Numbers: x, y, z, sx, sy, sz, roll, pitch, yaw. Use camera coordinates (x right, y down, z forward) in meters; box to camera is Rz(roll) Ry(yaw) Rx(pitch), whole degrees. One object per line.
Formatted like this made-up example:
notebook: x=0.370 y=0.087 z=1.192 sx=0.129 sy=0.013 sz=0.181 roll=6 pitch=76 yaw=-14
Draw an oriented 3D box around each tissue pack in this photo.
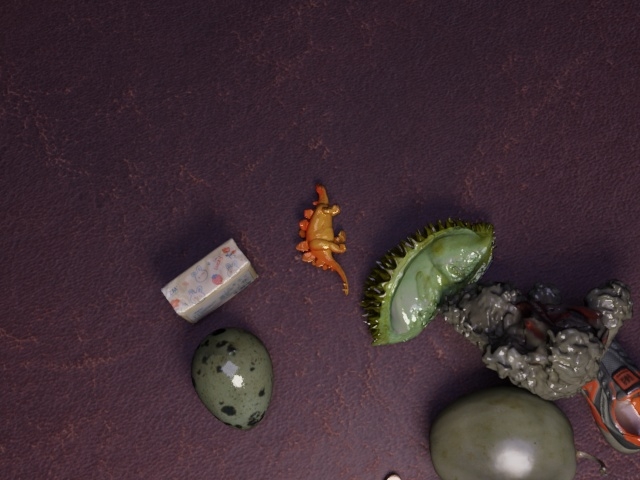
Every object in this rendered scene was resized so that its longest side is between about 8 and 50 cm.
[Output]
tissue pack: x=-0.248 y=0.095 z=1.577 sx=0.196 sy=0.148 sz=0.092 roll=-38 pitch=76 yaw=-8

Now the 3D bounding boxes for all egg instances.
egg: x=-0.186 y=0.301 z=1.515 sx=0.177 sy=0.177 sz=0.228 roll=-19 pitch=93 yaw=-4

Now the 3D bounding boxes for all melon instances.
melon: x=0.381 y=0.427 z=1.437 sx=0.308 sy=0.272 sz=0.272 roll=15 pitch=77 yaw=-5

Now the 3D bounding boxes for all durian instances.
durian: x=0.246 y=0.073 z=1.578 sx=0.394 sy=0.163 sz=0.198 roll=-34 pitch=81 yaw=-13

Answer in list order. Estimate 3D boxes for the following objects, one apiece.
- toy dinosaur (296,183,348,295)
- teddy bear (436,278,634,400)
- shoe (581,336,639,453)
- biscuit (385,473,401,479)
toy dinosaur: x=0.000 y=0.000 z=1.640 sx=0.117 sy=0.070 sz=0.288 roll=-11 pitch=73 yaw=9
teddy bear: x=0.425 y=0.171 z=1.462 sx=0.367 sy=0.224 sz=0.357 roll=25 pitch=33 yaw=29
shoe: x=0.634 y=0.299 z=1.506 sx=0.132 sy=0.171 sz=0.336 roll=-21 pitch=78 yaw=-4
biscuit: x=0.167 y=0.572 z=1.522 sx=0.140 sy=0.023 sz=0.118 roll=-6 pitch=76 yaw=0
